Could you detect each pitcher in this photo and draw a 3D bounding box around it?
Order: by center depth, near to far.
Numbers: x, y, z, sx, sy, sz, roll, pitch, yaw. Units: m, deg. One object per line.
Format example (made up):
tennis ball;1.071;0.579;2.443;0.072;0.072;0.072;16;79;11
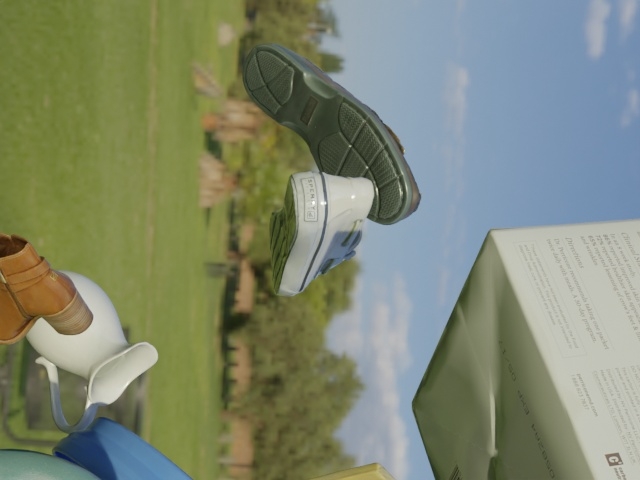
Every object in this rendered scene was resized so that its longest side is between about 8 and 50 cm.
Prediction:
pitcher;-0.349;0.153;1.795;0.178;0.207;0.125;-51;148;3

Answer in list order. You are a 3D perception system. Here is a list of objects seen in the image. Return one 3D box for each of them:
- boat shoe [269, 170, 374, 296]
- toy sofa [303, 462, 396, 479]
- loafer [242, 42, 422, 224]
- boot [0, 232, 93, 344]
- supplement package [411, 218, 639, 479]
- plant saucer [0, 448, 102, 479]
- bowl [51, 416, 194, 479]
boat shoe;0.000;0.000;1.150;0.226;0.075;0.083;123;-36;-74
toy sofa;0.042;0.490;1.666;0.177;0.150;0.362;48;36;-32
loafer;0.026;-0.124;1.387;0.267;0.084;0.096;47;-58;24
boot;-0.391;0.055;1.589;0.152;0.197;0.073;58;36;-40
supplement package;0.226;0.119;0.790;0.198;0.262;0.199;107;-27;-49
plant saucer;-0.277;0.330;1.051;0.044;0.317;0.318;51;41;-73
bowl;-0.177;0.375;1.633;0.077;0.391;0.391;-47;169;-20
